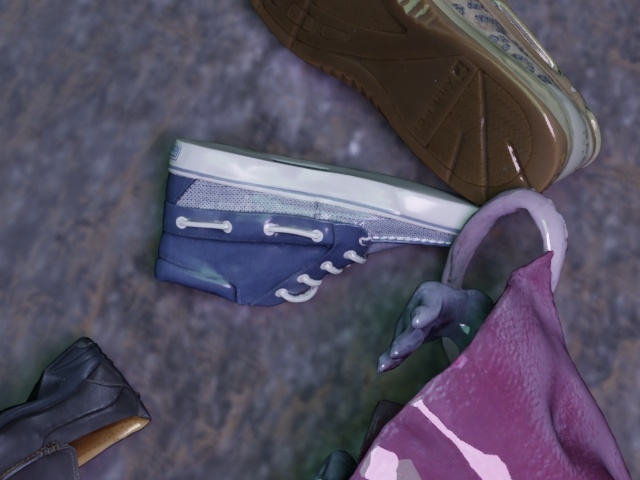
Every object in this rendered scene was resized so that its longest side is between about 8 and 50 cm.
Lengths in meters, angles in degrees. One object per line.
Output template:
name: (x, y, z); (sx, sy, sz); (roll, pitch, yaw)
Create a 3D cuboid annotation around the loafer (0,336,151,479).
loafer: (-0.154, 0.120, 0.840); (0.061, 0.062, 0.170); (38, 46, 4)

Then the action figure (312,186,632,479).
action figure: (0.166, 0.194, 0.798); (0.370, 0.248, 0.275); (29, 41, 3)

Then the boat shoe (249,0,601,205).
boat shoe: (0.048, -0.136, 0.919); (0.285, 0.089, 0.104); (51, 125, 13)

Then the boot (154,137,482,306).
boot: (0.000, 0.000, 0.900); (0.190, 0.069, 0.086); (12, 98, 4)
